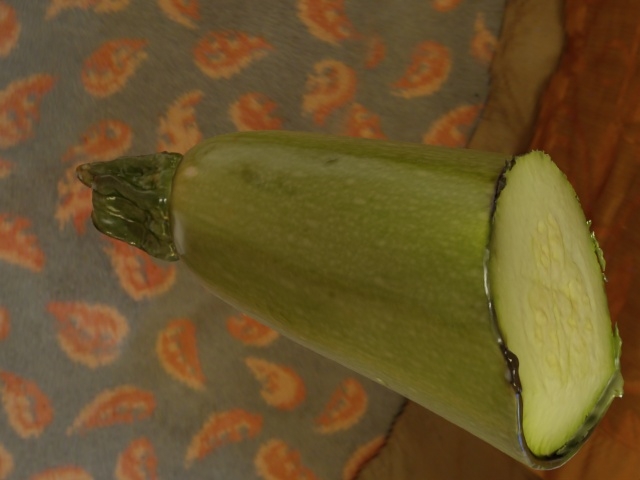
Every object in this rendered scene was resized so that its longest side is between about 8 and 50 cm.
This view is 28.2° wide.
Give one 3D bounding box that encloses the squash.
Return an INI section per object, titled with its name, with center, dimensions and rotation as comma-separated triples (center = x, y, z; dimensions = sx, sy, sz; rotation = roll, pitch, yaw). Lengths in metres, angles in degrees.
[squash]
center = 0.011, -0.010, 0.614
dimensions = 0.137, 0.287, 0.137
rotation = -30, 131, -41
